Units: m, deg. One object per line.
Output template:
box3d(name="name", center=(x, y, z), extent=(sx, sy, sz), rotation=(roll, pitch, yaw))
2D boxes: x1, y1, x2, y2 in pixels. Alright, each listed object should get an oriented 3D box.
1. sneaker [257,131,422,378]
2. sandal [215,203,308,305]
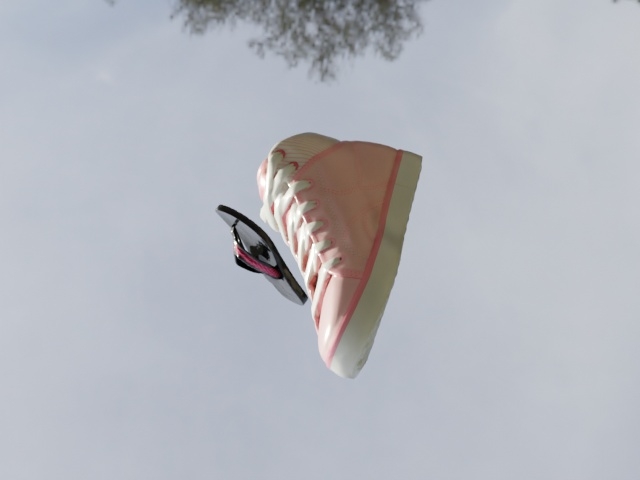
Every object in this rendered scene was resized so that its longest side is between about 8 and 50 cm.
box3d(name="sneaker", center=(0.000, 0.000, 0.443), extent=(0.070, 0.051, 0.134), rotation=(17, -140, 1))
box3d(name="sandal", center=(-0.075, 0.027, 1.283), extent=(0.040, 0.179, 0.067), rotation=(-47, -145, -18))
